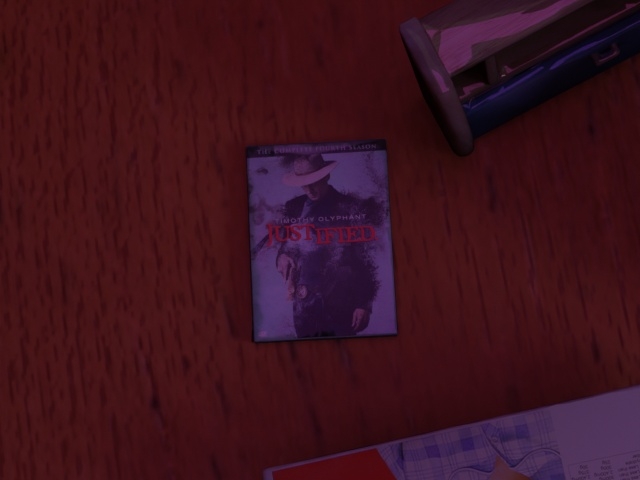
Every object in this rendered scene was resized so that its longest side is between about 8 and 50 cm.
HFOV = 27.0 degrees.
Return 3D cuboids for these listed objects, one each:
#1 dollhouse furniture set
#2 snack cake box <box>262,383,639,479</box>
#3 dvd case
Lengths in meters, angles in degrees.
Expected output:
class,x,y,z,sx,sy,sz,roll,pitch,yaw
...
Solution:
class,x,y,z,sx,sy,sz,roll,pitch,yaw
dollhouse furniture set,0.197,-0.024,0.664,0.198,0.286,0.303,-29,77,5
snack cake box,0.116,0.165,0.688,0.264,0.089,0.152,-15,77,15
dvd case,0.000,0.000,0.795,0.087,0.013,0.119,-2,79,1
